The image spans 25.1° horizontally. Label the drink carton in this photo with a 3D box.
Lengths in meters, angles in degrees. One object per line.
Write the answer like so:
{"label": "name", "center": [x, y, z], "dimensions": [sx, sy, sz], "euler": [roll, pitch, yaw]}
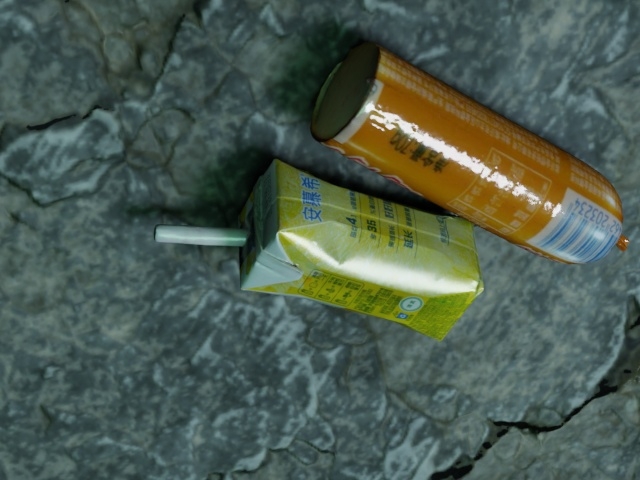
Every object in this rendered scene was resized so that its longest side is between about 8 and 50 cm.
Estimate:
{"label": "drink carton", "center": [0.000, 0.000, 0.906], "dimensions": [0.200, 0.084, 0.074], "euler": [16, 137, -21]}

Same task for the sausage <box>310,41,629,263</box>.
{"label": "sausage", "center": [0.108, -0.043, 0.912], "dimensions": [0.234, 0.071, 0.071], "euler": [27, 109, -24]}
